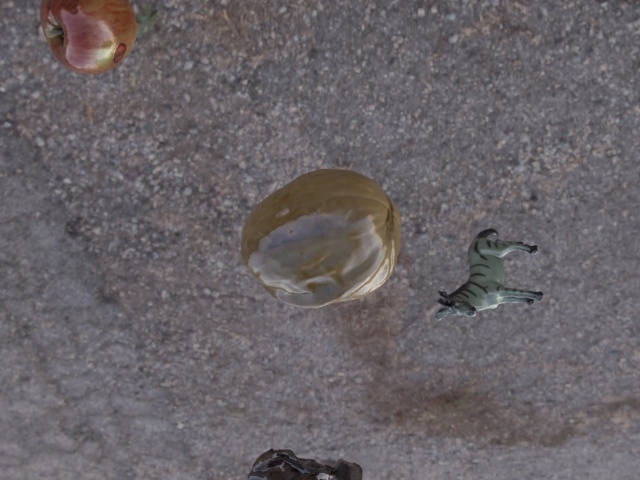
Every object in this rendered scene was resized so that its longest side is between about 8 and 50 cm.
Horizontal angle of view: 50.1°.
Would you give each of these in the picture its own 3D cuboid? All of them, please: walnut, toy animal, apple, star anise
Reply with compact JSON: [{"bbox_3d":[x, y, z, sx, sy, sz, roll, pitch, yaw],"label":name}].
[{"bbox_3d":[0.000,0.000,1.076,0.261,0.225,0.225,-26,132,27],"label":"walnut"},{"bbox_3d":[0.286,0.061,1.186,0.176,0.217,0.073,8,140,0],"label":"toy animal"},{"bbox_3d":[-0.357,-0.334,1.059,0.146,0.131,0.146,24,129,34],"label":"apple"},{"bbox_3d":[0.008,0.330,0.905,0.214,0.099,0.220,32,167,-16],"label":"star anise"}]

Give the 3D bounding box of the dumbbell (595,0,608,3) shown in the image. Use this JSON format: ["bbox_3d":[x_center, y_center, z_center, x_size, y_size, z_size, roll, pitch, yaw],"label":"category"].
[{"bbox_3d":[0.233,-0.260,0.442,0.254,0.110,0.110,-37,126,27],"label":"dumbbell"}]
